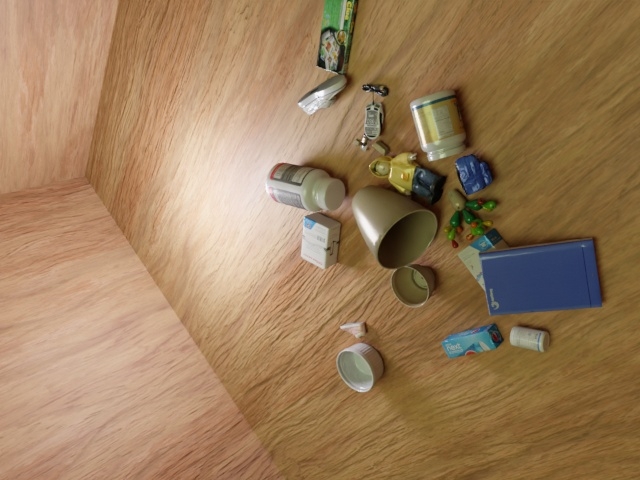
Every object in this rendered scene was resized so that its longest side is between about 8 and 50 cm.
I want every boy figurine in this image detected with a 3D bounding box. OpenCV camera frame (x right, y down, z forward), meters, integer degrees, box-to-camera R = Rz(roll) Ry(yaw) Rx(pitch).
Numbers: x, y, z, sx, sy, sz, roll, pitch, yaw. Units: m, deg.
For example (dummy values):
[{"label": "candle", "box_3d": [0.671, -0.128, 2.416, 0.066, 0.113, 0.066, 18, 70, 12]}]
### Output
[{"label": "boy figurine", "box_3d": [0.301, -0.238, 1.765, 0.285, 0.092, 0.177, 32, 137, 28]}]

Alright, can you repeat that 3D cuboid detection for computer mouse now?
[{"label": "computer mouse", "box_3d": [0.196, -0.464, 1.805, 0.106, 0.042, 0.192, 14, 112, 35]}]

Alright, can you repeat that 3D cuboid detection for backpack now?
[{"label": "backpack", "box_3d": [0.488, -0.218, 1.593, 0.101, 0.098, 0.120, -24, 90, 18]}]

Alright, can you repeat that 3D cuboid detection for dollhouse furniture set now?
[{"label": "dollhouse furniture set", "box_3d": [0.187, -0.330, 1.852, 0.114, 0.091, 0.081, 43, 148, 18]}]

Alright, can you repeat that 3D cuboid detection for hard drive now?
[{"label": "hard drive", "box_3d": [0.666, 0.116, 1.524, 0.319, 0.040, 0.210, -9, 102, 24]}]

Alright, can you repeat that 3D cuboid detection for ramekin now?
[{"label": "ramekin", "box_3d": [0.184, 0.556, 2.221, 0.207, 0.109, 0.207, 21, 122, 37]}]

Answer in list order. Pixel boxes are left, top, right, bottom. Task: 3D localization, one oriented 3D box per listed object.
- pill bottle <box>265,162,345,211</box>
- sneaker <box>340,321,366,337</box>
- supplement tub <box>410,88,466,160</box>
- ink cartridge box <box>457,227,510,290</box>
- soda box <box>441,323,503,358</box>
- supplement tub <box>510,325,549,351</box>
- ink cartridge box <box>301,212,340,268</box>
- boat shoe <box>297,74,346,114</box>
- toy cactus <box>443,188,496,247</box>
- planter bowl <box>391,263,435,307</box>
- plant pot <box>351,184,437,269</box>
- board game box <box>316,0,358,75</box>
[{"label": "pill bottle", "box_3d": [-0.061, -0.216, 2.064, 0.319, 0.176, 0.176, 18, 120, 39]}, {"label": "sneaker", "box_3d": [0.148, 0.405, 2.229, 0.134, 0.051, 0.070, -15, 92, 42]}, {"label": "supplement tub", "box_3d": [0.379, -0.366, 1.592, 0.144, 0.144, 0.199, -9, 102, 46]}, {"label": "ink cartridge box", "box_3d": [0.582, 0.094, 1.649, 0.231, 0.078, 0.134, 54, 136, 11]}, {"label": "soda box", "box_3d": [0.549, 0.368, 1.812, 0.210, 0.067, 0.071, -30, 86, 47]}, {"label": "supplement tub", "box_3d": [0.693, 0.325, 1.651, 0.107, 0.071, 0.071, 6, 112, 44]}, {"label": "ink cartridge box", "box_3d": [0.000, 0.000, 2.167, 0.148, 0.086, 0.203, 27, 126, 34]}, {"label": "boat shoe", "box_3d": [0.021, -0.553, 1.911, 0.084, 0.095, 0.258, 46, 151, -25]}, {"label": "toy cactus", "box_3d": [0.478, -0.087, 1.667, 0.180, 0.112, 0.219, 61, 146, 19]}, {"label": "planter bowl", "box_3d": [0.361, 0.156, 1.868, 0.162, 0.109, 0.162, 20, 120, 38]}, {"label": "plant pot", "box_3d": [0.236, -0.078, 1.812, 0.274, 0.257, 0.256, 50, 137, 41]}, {"label": "board game box", "box_3d": [0.058, -0.751, 1.818, 0.136, 0.030, 0.259, 33, 128, 33]}]
